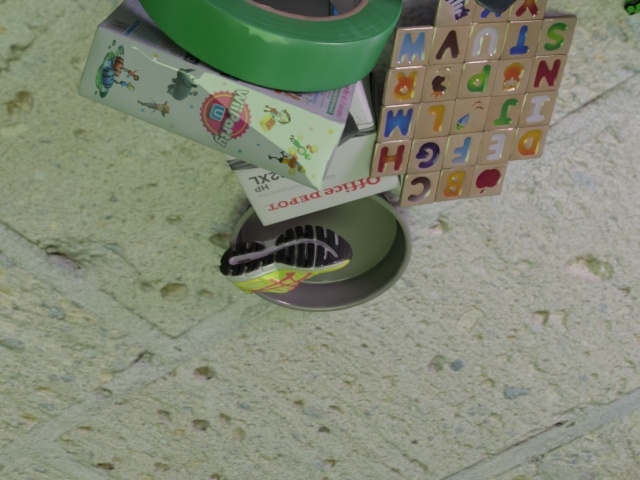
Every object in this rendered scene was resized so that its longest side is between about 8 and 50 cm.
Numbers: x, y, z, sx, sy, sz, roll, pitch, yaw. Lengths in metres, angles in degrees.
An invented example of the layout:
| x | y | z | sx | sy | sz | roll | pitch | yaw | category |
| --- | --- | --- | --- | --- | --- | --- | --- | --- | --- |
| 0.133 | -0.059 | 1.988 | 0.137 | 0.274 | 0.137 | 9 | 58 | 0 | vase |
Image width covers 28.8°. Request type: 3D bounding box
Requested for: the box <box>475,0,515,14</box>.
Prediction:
| x | y | z | sx | sy | sz | roll | pitch | yaw | category |
| --- | --- | --- | --- | --- | --- | --- | --- | --- | --- |
| 0.215 | -0.496 | 1.366 | 0.293 | 0.212 | 0.395 | 25 | 133 | -31 | box |

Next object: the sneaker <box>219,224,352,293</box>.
| x | y | z | sx | sy | sz | roll | pitch | yaw | category |
| --- | --- | --- | --- | --- | --- | --- | --- | --- | --- |
| -0.047 | 0.038 | 1.954 | 0.208 | 0.082 | 0.094 | -8 | 142 | 15 | sneaker |

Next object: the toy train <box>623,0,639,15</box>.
| x | y | z | sx | sy | sz | roll | pitch | yaw | category |
| --- | --- | --- | --- | --- | --- | --- | --- | --- | --- |
| 0.459 | -0.328 | 1.713 | 0.083 | 0.017 | 0.024 | -15 | 145 | 13 | toy train |

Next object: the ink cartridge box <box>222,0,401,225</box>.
| x | y | z | sx | sy | sz | roll | pitch | yaw | category |
| --- | --- | --- | --- | --- | --- | --- | --- | --- | --- |
| -0.037 | -0.189 | 1.756 | 0.223 | 0.129 | 0.307 | -16 | 134 | 13 | ink cartridge box |

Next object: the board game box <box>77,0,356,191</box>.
| x | y | z | sx | sy | sz | roll | pitch | yaw | category |
| --- | --- | --- | --- | --- | --- | --- | --- | --- | --- |
| -0.113 | -0.193 | 1.515 | 0.303 | 0.224 | 0.098 | 21 | 116 | -2 | board game box |

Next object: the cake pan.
| x | y | z | sx | sy | sz | roll | pitch | yaw | category |
| --- | --- | --- | --- | --- | --- | --- | --- | --- | --- |
| 0.000 | 0.000 | 2.003 | 0.293 | 0.054 | 0.293 | -1 | 135 | -1 | cake pan |

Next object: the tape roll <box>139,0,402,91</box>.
| x | y | z | sx | sy | sz | roll | pitch | yaw | category |
| --- | --- | --- | --- | --- | --- | --- | --- | --- | --- |
| -0.063 | -0.311 | 1.495 | 0.321 | 0.321 | 0.077 | 13 | 133 | -15 | tape roll |

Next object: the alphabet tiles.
| x | y | z | sx | sy | sz | roll | pitch | yaw | category |
| --- | --- | --- | --- | --- | --- | --- | --- | --- | --- |
| 0.213 | -0.200 | 1.739 | 0.285 | 0.011 | 0.343 | -8 | 127 | -23 | alphabet tiles |
